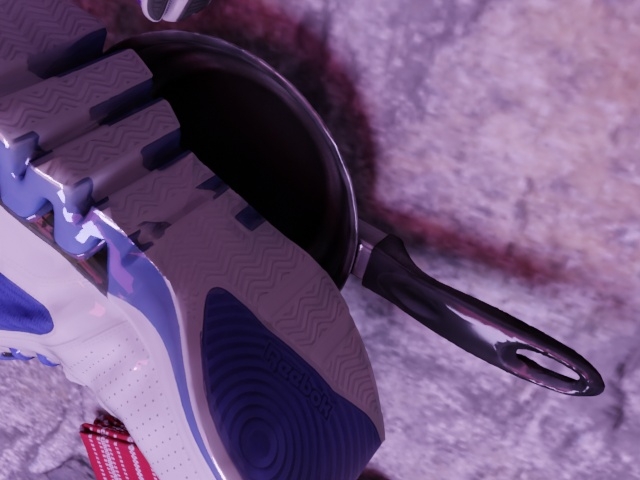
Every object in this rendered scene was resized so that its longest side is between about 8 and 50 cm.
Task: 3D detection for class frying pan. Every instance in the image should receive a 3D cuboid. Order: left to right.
[{"bbox_3d":[-0.006,-0.026,0.440,0.326,0.053,0.197,5,121,25],"label":"frying pan"}]

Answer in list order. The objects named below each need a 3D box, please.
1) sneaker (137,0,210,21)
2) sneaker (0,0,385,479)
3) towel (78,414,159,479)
[{"bbox_3d":[-0.072,-0.195,0.380,0.071,0.068,0.170,25,119,30],"label":"sneaker"},{"bbox_3d":[-0.115,0.037,0.447,0.315,0.127,0.182,54,134,0],"label":"sneaker"},{"bbox_3d":[-0.066,0.248,0.651,0.275,0.031,0.199,7,123,25],"label":"towel"}]
